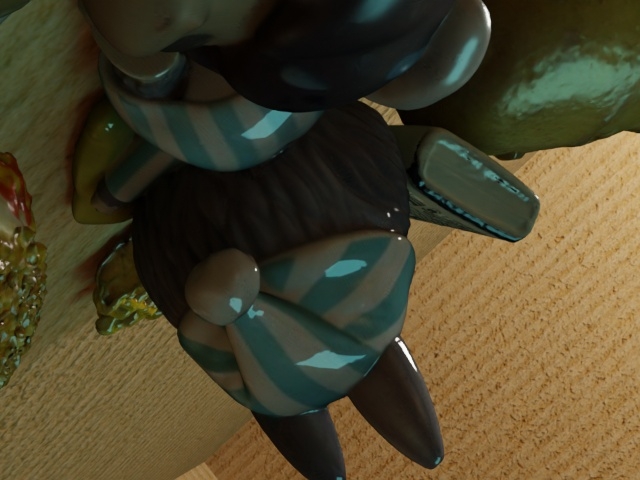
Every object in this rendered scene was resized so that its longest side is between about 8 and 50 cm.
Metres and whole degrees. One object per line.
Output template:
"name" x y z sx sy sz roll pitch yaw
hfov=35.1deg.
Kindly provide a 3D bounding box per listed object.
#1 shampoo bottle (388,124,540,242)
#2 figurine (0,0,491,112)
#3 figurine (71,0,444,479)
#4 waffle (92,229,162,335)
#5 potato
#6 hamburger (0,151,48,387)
"shampoo bottle" 0.076 -0.064 1.028 0.284 0.153 0.071 16 -101 61
"figurine" -0.078 -0.137 0.443 0.365 0.206 0.218 -29 150 -39
"figurine" 0.000 0.000 0.788 0.266 0.377 0.361 -38 170 -12
"waffle" -0.126 -0.014 1.115 0.309 0.065 0.283 -35 169 -47
"potato" 0.251 -0.216 0.972 0.397 0.289 0.296 -22 -179 43
"hamburger" -0.281 0.048 0.543 0.294 0.179 0.276 -30 165 -43
